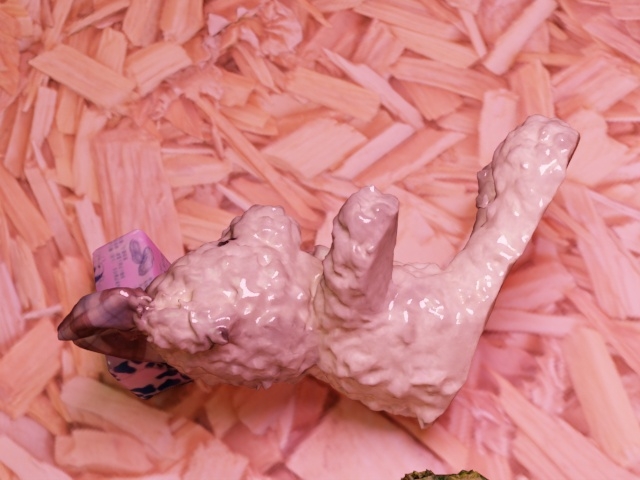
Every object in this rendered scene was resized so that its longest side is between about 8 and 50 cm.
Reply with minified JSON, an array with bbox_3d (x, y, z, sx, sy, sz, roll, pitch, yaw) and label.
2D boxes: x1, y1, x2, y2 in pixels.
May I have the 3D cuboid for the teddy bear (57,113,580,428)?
[{"bbox_3d":[0.000,0.000,1.248,0.362,0.327,0.375,25,83,4],"label":"teddy bear"}]

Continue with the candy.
[{"bbox_3d":[-0.189,0.080,1.402,0.073,0.092,0.160,-23,53,9],"label":"candy"}]

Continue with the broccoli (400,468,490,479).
[{"bbox_3d":[0.110,0.298,1.032,0.308,0.275,0.307,7,33,-5],"label":"broccoli"}]
